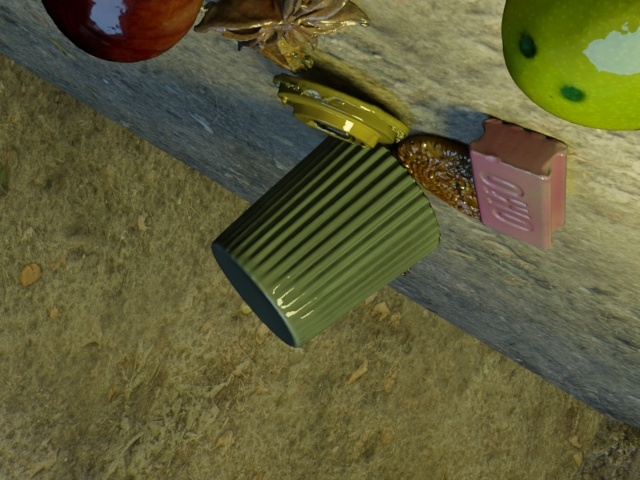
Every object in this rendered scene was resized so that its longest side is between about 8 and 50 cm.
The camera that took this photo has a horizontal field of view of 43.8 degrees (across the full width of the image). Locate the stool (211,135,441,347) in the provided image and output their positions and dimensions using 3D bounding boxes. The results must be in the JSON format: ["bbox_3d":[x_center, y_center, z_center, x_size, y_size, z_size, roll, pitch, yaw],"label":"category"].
[{"bbox_3d":[0.000,0.000,1.464,0.297,0.330,0.297,47,165,17],"label":"stool"}]

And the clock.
[{"bbox_3d":[0.026,-0.196,1.269,0.237,0.057,0.237,23,-179,-1],"label":"clock"}]

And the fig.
[{"bbox_3d":[-0.226,-0.326,0.915,0.235,0.235,0.214,28,-144,7],"label":"fig"}]

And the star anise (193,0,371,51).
[{"bbox_3d":[-0.034,-0.274,0.949,0.208,0.063,0.172,-17,165,40],"label":"star anise"}]

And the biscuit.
[{"bbox_3d":[0.261,-0.085,1.345,0.305,0.038,0.305,29,173,4],"label":"biscuit"}]

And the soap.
[{"bbox_3d":[0.278,-0.076,1.114,0.122,0.065,0.203,25,162,28],"label":"soap"}]

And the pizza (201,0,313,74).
[{"bbox_3d":[-0.080,-0.299,1.117,0.185,0.052,0.195,27,180,-15],"label":"pizza"}]

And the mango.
[{"bbox_3d":[0.255,-0.153,0.545,0.293,0.142,0.175,7,160,47],"label":"mango"}]

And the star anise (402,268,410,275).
[{"bbox_3d":[0.115,-0.041,1.780,0.237,0.148,0.346,27,160,49],"label":"star anise"}]
